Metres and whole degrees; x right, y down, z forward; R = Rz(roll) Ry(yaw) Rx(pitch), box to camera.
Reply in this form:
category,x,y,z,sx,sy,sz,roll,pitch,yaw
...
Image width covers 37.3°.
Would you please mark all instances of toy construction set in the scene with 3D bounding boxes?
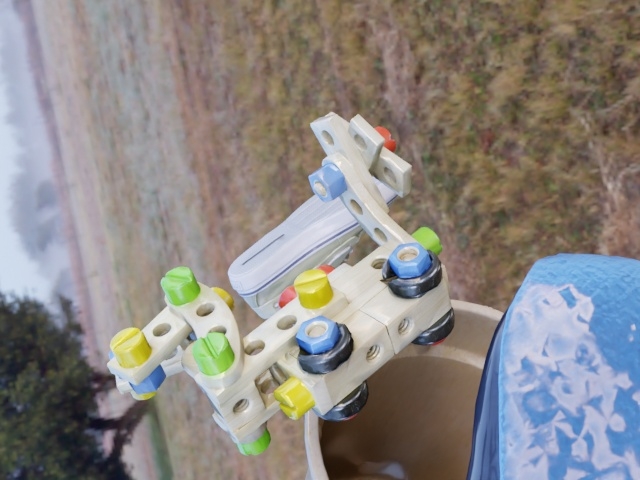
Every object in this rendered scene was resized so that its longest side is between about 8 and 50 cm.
category,x,y,z,sx,sy,sz,roll,pitch,yaw
toy construction set,-0.017,0.043,0.811,0.215,0.327,0.151,28,161,45

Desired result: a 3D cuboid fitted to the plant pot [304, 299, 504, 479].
category,x,y,z,sx,sy,sz,roll,pitch,yaw
plant pot,0.105,0.282,0.989,0.305,0.334,0.333,115,145,-48

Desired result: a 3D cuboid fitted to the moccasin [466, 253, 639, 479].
category,x,y,z,sx,sy,sz,roll,pitch,yaw
moccasin,0.120,0.181,0.411,0.117,0.138,0.341,57,-137,-77

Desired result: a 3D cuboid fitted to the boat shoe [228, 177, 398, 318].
category,x,y,z,sx,sy,sz,roll,pitch,yaw
boat shoe,0.000,0.000,1.435,0.094,0.302,0.109,61,169,-28
